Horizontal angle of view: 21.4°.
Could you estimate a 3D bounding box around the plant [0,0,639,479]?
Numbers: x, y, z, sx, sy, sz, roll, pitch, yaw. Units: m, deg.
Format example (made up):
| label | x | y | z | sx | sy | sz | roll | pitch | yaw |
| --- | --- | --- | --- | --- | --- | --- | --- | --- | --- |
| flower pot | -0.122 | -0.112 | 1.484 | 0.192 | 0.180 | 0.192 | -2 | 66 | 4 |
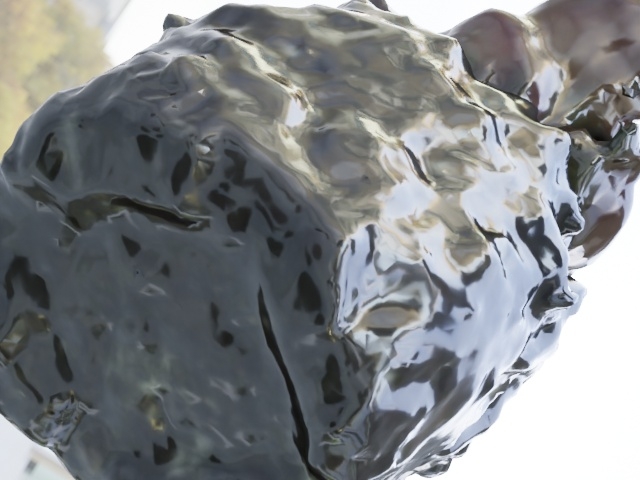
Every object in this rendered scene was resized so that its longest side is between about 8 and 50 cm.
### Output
| label | x | y | z | sx | sy | sz | roll | pitch | yaw |
| --- | --- | --- | --- | --- | --- | --- | --- | --- | --- |
| plant | 0.000 | 0.000 | 0.599 | 0.234 | 0.178 | 0.204 | -37 | 161 | -51 |
